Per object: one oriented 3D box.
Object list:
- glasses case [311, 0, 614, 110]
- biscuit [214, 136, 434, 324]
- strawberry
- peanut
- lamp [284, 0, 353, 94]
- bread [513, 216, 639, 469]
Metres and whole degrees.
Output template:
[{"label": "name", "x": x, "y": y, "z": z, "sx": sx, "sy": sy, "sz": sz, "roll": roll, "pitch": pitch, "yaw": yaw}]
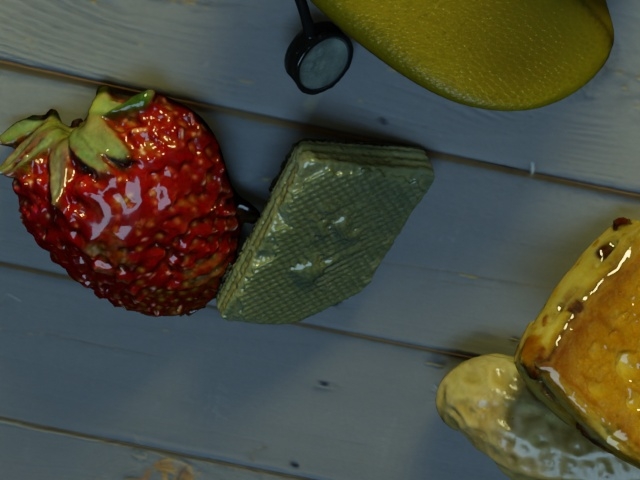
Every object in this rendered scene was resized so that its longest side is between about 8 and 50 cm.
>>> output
[{"label": "glasses case", "x": 0.085, "y": -0.248, "z": 1.335, "sx": 0.173, "sy": 0.141, "sz": 0.371, "roll": -36, "pitch": 130, "yaw": 26}, {"label": "biscuit", "x": 0.000, "y": 0.000, "z": 1.619, "sx": 0.150, "sy": 0.052, "sz": 0.252, "roll": 5, "pitch": 137, "yaw": -28}, {"label": "strawberry", "x": -0.178, "y": -0.005, "z": 1.617, "sx": 0.233, "sy": 0.138, "sz": 0.306, "roll": -19, "pitch": 126, "yaw": 21}, {"label": "peanut", "x": 0.286, "y": 0.206, "z": 1.746, "sx": 0.325, "sy": 0.140, "sz": 0.153, "roll": 16, "pitch": 128, "yaw": -3}, {"label": "lamp", "x": -0.062, "y": -0.290, "z": 1.402, "sx": 0.130, "sy": 0.108, "sz": 0.371, "roll": -43, "pitch": 140, "yaw": -4}, {"label": "bread", "x": 0.325, "y": 0.117, "z": 1.627, "sx": 0.235, "sy": 0.099, "sz": 0.210, "roll": 42, "pitch": 80, "yaw": -16}]
